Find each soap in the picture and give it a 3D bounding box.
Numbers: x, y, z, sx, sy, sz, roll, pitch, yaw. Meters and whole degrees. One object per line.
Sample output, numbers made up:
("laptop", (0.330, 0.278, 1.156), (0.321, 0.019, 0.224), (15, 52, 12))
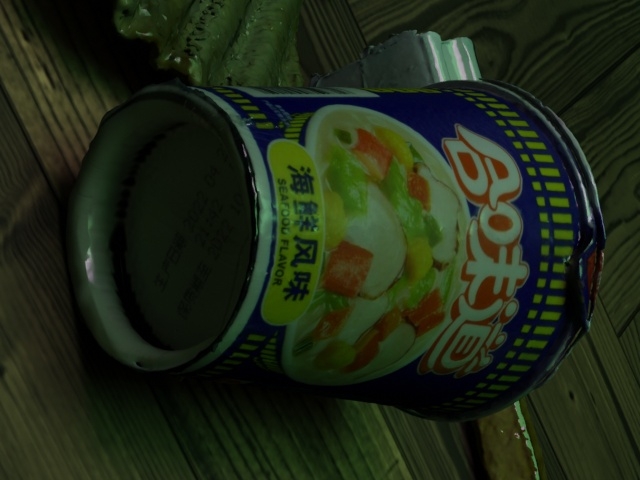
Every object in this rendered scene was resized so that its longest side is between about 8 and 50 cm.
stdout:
("soap", (0.088, -0.042, 1.325), (0.094, 0.150, 0.261), (-3, 76, -59))

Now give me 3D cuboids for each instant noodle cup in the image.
("instant noodle cup", (0.000, 0.000, 1.095), (0.312, 0.284, 0.284), (4, 70, -46))

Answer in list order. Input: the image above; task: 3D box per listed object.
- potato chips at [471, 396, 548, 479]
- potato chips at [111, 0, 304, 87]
("potato chips", (0.203, 0.273, 1.411), (0.080, 0.057, 0.407), (-12, 83, -70))
("potato chips", (-0.086, -0.292, 1.214), (0.429, 0.070, 0.358), (-72, 147, -46))
